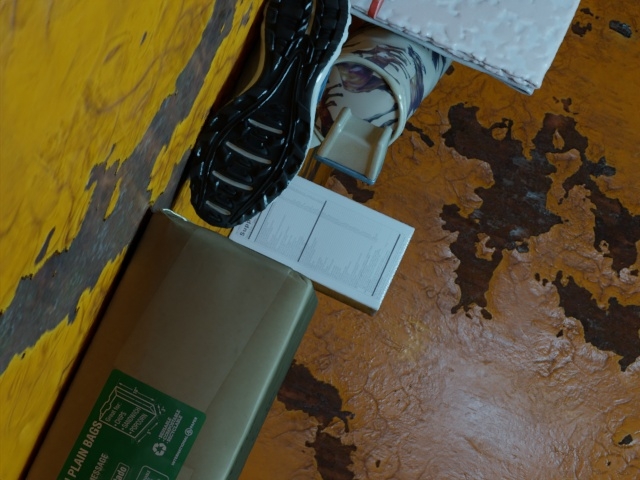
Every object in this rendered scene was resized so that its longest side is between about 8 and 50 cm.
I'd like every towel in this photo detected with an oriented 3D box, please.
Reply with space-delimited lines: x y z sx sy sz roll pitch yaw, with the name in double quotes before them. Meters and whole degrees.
"towel" 0.235 -0.414 1.711 0.053 0.332 0.317 109 7 -74

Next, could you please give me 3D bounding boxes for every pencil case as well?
"pencil case" 0.097 -0.274 1.794 0.159 0.184 0.410 70 27 -21

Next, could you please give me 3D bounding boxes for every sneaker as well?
"sneaker" -0.047 -0.133 1.137 0.108 0.100 0.271 131 -16 -80

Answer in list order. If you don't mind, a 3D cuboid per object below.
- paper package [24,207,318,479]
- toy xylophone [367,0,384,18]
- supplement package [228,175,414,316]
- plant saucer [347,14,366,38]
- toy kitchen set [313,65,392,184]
"paper package" -0.140 0.156 1.128 0.309 0.168 0.324 82 34 -83
"toy xylophone" 0.081 -0.396 1.507 0.323 0.081 0.236 -36 151 -85
"supplement package" 0.000 0.000 1.718 0.134 0.244 0.139 94 21 -82
"plant saucer" 0.040 -0.311 2.019 0.200 0.037 0.200 25 90 -87
"toy kitchen set" 0.020 -0.161 1.470 0.207 0.166 0.122 -63 176 -49
